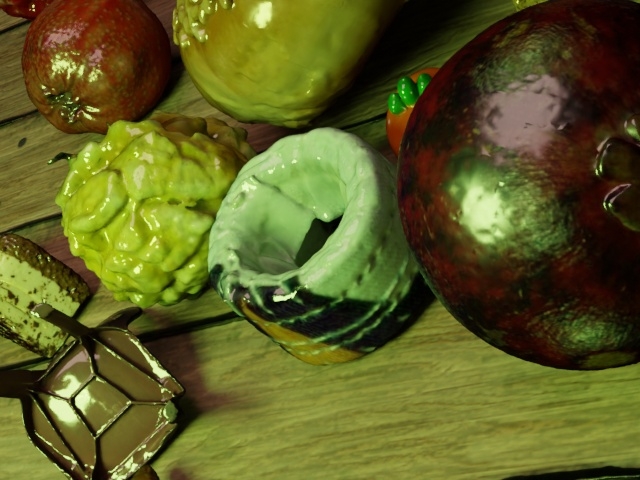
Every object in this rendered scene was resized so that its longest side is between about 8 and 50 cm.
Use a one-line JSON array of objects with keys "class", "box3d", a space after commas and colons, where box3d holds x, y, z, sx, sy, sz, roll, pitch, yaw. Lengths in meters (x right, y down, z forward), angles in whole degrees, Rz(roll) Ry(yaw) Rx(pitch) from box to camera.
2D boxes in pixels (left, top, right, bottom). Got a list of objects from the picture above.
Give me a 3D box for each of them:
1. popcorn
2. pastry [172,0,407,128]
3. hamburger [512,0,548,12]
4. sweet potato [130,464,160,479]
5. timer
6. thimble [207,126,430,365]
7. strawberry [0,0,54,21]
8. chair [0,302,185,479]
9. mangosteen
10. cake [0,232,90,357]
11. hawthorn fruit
[{"class": "popcorn", "box3d": [-0.184, -0.047, 1.493, 0.225, 0.249, 0.249, 33, 77, 9]}, {"class": "pastry", "box3d": [-0.017, -0.321, 1.508, 0.410, 0.245, 0.409, -57, 5, 8]}, {"class": "hamburger", "box3d": [0.261, -0.351, 1.408, 0.245, 0.211, 0.260, 24, 70, 41]}, {"class": "sweet potato", "box3d": [-0.140, 0.323, 1.220, 0.112, 0.112, 0.359, -39, 30, 6]}, {"class": "timer", "box3d": [0.114, -0.125, 1.395, 0.099, 0.136, 0.136, -31, 40, 25]}, {"class": "thimble", "box3d": [0.000, 0.000, 1.352, 0.237, 0.150, 0.237, -24, 47, 28]}, {"class": "strawberry", "box3d": [-0.425, -0.512, 2.132, 0.345, 0.295, 0.318, -137, 56, -69]}, {"class": "chair", "box3d": [-0.244, 0.174, 1.449, 0.175, 0.183, 0.326, -44, -7, 1]}, {"class": "mangosteen", "box3d": [0.207, -0.042, 1.121, 0.306, 0.306, 0.359, -53, 7, -11]}, {"class": "cake", "box3d": [-0.419, 0.054, 1.697, 0.246, 0.135, 0.112, 13, 65, 47]}, {"class": "hawthorn fruit", "box3d": [-0.303, -0.268, 1.849, 0.205, 0.205, 0.253, -8, 43, 37]}]
